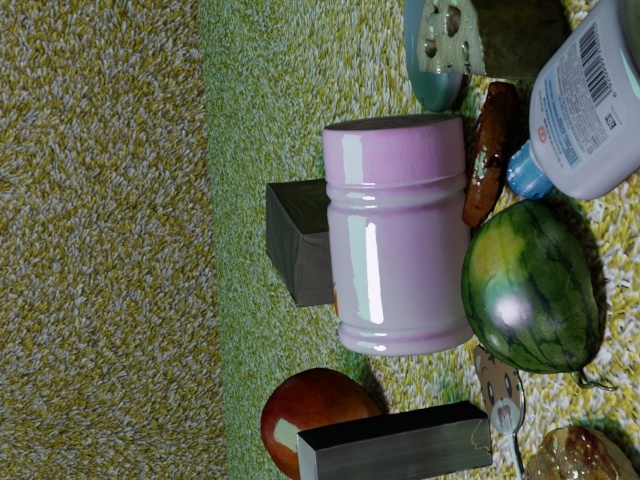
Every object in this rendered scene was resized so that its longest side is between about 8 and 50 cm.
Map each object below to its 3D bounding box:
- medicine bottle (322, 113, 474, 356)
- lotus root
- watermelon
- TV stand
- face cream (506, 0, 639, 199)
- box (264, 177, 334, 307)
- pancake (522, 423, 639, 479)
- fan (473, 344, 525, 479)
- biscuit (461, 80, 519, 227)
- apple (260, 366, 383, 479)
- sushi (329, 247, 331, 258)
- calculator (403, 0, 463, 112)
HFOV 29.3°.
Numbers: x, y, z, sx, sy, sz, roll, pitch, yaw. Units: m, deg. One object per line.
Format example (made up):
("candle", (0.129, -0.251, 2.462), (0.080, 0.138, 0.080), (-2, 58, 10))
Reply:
("medicine bottle", (0.112, -0.013, 1.717), (0.202, 0.202, 0.315), (-149, 53, -71))
("lotus root", (0.198, -0.248, 1.447), (0.235, 0.119, 0.138), (-137, 41, -69))
("watermelon", (0.238, 0.071, 1.453), (0.204, 0.127, 0.232), (179, 78, -71))
("TV stand", (0.108, 0.300, 1.763), (0.088, 0.270, 0.082), (-159, 63, -69))
("face cream", (0.279, -0.127, 1.281), (0.336, 0.080, 0.163), (121, 138, -68))
("box", (0.000, 0.000, 2.232), (0.231, 0.155, 0.148), (-122, 31, -59))
("pancake", (0.323, 0.387, 1.427), (0.356, 0.065, 0.356), (173, 90, -73))
("fan", (0.257, 0.244, 1.689), (0.152, 0.008, 0.226), (127, 134, -68))
("biscuit", (0.210, -0.105, 1.509), (0.192, 0.049, 0.192), (12, -90, -82))
("apple", (0.003, 0.346, 2.258), (0.234, 0.234, 0.234), (172, 90, -75))
("sushi", (0.094, -0.011, 1.954), (0.124, 0.130, 0.332), (-108, 23, -48))
("calculator", (0.159, -0.324, 1.689), (0.185, 0.041, 0.298), (-125, 32, -59))
